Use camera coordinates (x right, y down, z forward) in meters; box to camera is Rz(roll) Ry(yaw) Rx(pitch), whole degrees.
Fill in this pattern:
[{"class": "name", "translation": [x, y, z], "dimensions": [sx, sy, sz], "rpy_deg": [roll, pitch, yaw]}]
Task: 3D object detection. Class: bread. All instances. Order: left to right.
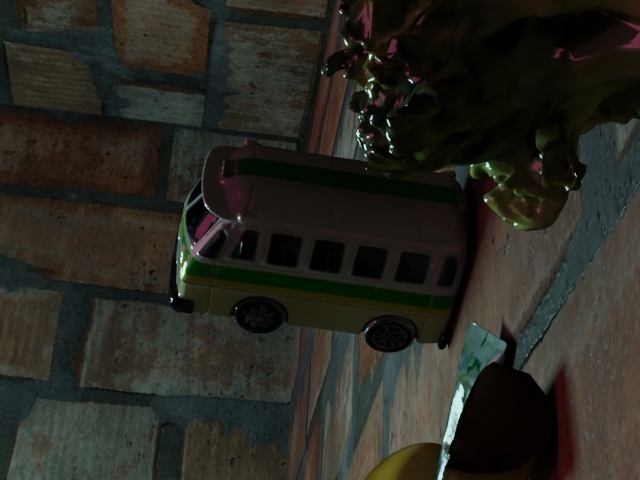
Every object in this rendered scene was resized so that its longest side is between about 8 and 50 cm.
[{"class": "bread", "translation": [0.079, 0.287, 1.214], "dimensions": [0.217, 0.098, 0.147], "rpy_deg": [103, 168, -62]}]

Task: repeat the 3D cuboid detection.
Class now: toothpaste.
[{"class": "toothpaste", "translation": [0.123, 0.223, 1.070], "dimensions": [0.075, 0.048, 0.296], "rpy_deg": [-149, 66, -70]}]

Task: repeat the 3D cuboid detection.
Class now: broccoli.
[{"class": "broccoli", "translation": [0.148, -0.144, 0.638], "dimensions": [0.245, 0.248, 0.288], "rpy_deg": [37, 117, 42]}]

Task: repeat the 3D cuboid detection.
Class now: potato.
[{"class": "potato", "translation": [0.134, 0.160, 0.917], "dimensions": [0.096, 0.066, 0.103], "rpy_deg": [-60, -16, -25]}]

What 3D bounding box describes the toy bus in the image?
[{"class": "toy bus", "translation": [0.000, 0.000, 1.278], "dimensions": [0.143, 0.306, 0.179], "rpy_deg": [-88, 8, -45]}]
